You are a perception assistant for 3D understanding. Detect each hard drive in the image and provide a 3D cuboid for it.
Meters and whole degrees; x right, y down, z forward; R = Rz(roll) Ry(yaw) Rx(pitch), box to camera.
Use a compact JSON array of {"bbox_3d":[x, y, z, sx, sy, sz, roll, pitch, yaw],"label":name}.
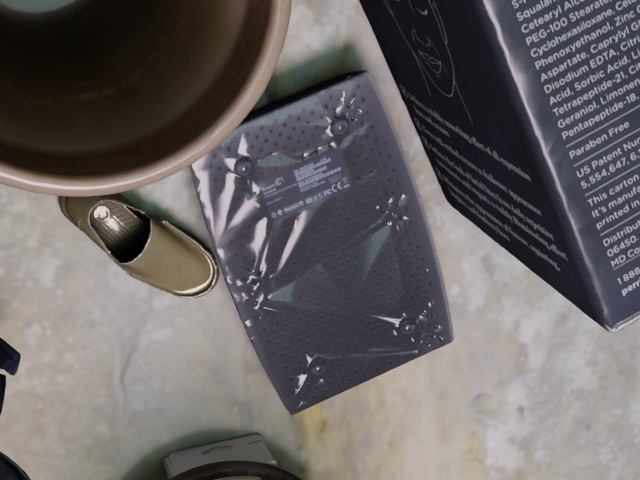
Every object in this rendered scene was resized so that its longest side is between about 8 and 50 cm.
[{"bbox_3d":[0.000,0.000,1.218,0.172,0.054,0.255,-24,116,-9],"label":"hard drive"}]

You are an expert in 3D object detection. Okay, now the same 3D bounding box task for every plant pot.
[{"bbox_3d":[-0.172,-0.185,0.990,0.263,0.229,0.263,-6,112,-16],"label":"plant pot"}]

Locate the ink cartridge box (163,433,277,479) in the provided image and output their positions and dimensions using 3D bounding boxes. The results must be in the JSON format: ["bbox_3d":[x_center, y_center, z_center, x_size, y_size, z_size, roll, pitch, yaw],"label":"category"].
[{"bbox_3d":[-0.079,0.236,1.282,0.088,0.052,0.122,-12,112,-13],"label":"ink cartridge box"}]

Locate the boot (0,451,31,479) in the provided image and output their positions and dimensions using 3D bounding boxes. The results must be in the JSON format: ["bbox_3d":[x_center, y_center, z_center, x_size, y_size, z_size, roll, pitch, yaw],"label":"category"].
[{"bbox_3d":[-0.330,0.267,1.031,0.445,0.146,0.367,-26,122,30],"label":"boot"}]

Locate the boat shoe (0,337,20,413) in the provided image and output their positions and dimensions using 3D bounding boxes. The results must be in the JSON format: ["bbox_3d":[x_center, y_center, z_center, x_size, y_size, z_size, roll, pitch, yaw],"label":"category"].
[{"bbox_3d":[-0.381,0.075,1.086,0.340,0.158,0.127,23,95,5],"label":"boat shoe"}]

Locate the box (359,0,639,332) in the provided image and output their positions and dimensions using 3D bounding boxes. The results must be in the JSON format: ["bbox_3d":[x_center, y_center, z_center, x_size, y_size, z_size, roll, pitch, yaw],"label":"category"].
[{"bbox_3d":[0.162,-0.188,1.069,0.212,0.293,0.395,-30,117,-7],"label":"box"}]

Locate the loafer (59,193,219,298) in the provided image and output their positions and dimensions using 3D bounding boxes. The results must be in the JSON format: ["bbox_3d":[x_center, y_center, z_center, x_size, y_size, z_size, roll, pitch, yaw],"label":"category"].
[{"bbox_3d":[-0.139,0.005,1.174,0.148,0.050,0.056,32,97,-26],"label":"loafer"}]

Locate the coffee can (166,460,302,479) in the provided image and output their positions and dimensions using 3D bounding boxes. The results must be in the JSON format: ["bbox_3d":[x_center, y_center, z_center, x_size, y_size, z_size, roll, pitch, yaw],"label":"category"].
[{"bbox_3d":[-0.047,0.322,1.142,0.201,0.275,0.202,-6,113,-14],"label":"coffee can"}]
